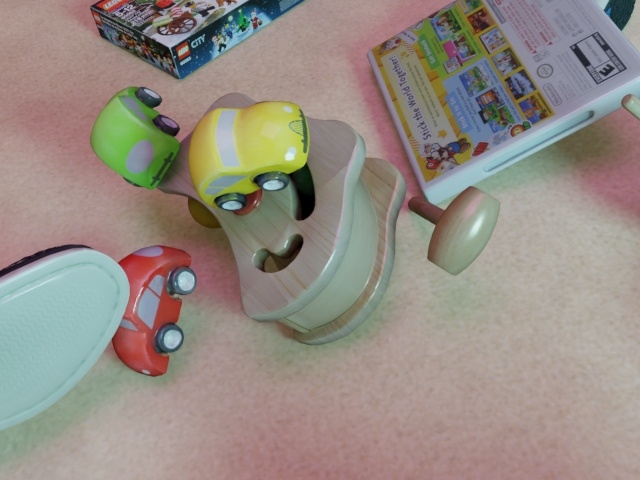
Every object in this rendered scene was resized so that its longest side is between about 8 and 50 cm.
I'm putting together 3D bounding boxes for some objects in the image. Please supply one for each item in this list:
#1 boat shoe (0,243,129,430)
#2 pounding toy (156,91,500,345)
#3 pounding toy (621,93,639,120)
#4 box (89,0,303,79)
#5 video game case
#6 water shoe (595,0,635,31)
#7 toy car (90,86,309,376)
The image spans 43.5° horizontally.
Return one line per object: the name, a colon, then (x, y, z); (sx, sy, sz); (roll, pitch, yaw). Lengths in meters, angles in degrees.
boat shoe: (-0.267, 0.097, 0.537); (0.303, 0.114, 0.091); (-38, 42, -11)
pounding toy: (0.000, 0.000, 0.633); (0.270, 0.155, 0.154); (24, 83, 40)
pounding toy: (0.301, -0.056, 0.586); (0.141, 0.130, 0.100); (-25, 47, -13)
box: (-0.130, -0.289, 0.949); (0.159, 0.044, 0.233); (32, 59, 33)
video game case: (0.159, -0.158, 0.735); (0.206, 0.026, 0.227); (-28, 45, 14)
water shoe: (0.250, -0.225, 0.797); (0.080, 0.073, 0.203); (21, 54, 32)
toy car: (-0.129, -0.048, 0.610); (0.239, 0.053, 0.225); (-54, 49, 19)
